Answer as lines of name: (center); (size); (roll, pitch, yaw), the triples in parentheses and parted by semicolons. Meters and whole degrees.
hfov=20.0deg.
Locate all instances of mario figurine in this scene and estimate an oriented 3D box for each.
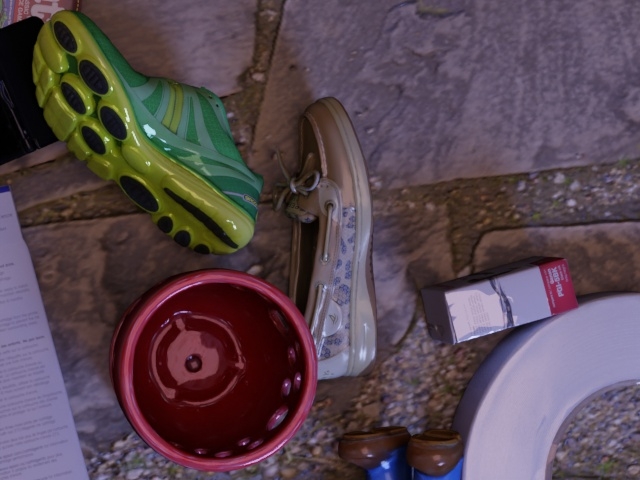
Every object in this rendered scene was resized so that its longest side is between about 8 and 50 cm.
mario figurine: (0.079, 0.352, 1.798); (0.170, 0.198, 0.321); (-4, 91, -17)

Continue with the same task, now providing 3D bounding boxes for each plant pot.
plant pot: (-0.110, 0.120, 1.763); (0.191, 0.174, 0.191); (0, 90, -11)

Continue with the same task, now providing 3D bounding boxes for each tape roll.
tape roll: (0.322, 0.246, 1.909); (0.392, 0.072, 0.392); (0, 91, -13)

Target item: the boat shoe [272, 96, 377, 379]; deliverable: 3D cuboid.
boat shoe: (0.000, 0.000, 1.821); (0.089, 0.104, 0.285); (-6, 92, -14)

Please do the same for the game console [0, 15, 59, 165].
game console: (-0.307, -0.142, 1.776); (0.107, 0.071, 0.122); (-21, 96, 20)

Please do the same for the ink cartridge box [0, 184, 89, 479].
ink cartridge box: (-0.331, 0.145, 1.699); (0.175, 0.069, 0.371); (-13, 83, -20)

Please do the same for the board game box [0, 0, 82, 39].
board game box: (-0.304, -0.272, 1.795); (0.145, 0.027, 0.281); (6, 89, -13)

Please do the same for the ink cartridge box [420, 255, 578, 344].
ink cartridge box: (0.181, 0.059, 1.862); (0.135, 0.099, 0.056); (-15, 94, -12)

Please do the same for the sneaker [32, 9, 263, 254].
sneaker: (-0.168, -0.113, 1.783); (0.295, 0.109, 0.123); (49, 42, -22)
